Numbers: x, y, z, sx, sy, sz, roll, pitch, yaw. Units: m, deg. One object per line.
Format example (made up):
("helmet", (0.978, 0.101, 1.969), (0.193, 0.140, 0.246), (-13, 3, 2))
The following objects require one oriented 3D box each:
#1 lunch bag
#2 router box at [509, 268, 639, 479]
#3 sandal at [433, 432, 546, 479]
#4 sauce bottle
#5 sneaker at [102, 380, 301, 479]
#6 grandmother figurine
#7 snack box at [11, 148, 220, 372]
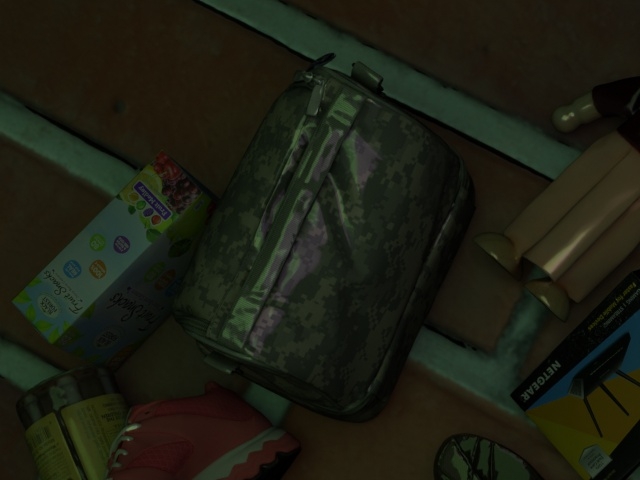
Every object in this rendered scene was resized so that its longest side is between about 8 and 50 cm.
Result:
("lunch bag", (0.000, 0.000, 1.763), (0.213, 0.256, 0.305), (25, 85, 15))
("router box", (0.285, 0.133, 1.753), (0.133, 0.046, 0.179), (48, 116, 16))
("sandal", (0.207, 0.256, 1.778), (0.219, 0.060, 0.090), (23, 91, 1))
("sauce bottle", (-0.193, 0.296, 1.822), (0.111, 0.111, 0.344), (-24, 75, 6))
("sneaker", (-0.163, 0.225, 1.757), (0.136, 0.314, 0.116), (46, 128, 18))
("grandmother figurine", (0.317, -0.076, 1.795), (0.208, 0.104, 0.342), (42, 93, 7))
("snack box", (-0.182, 0.025, 1.838), (0.207, 0.174, 0.070), (-44, 71, 2))
